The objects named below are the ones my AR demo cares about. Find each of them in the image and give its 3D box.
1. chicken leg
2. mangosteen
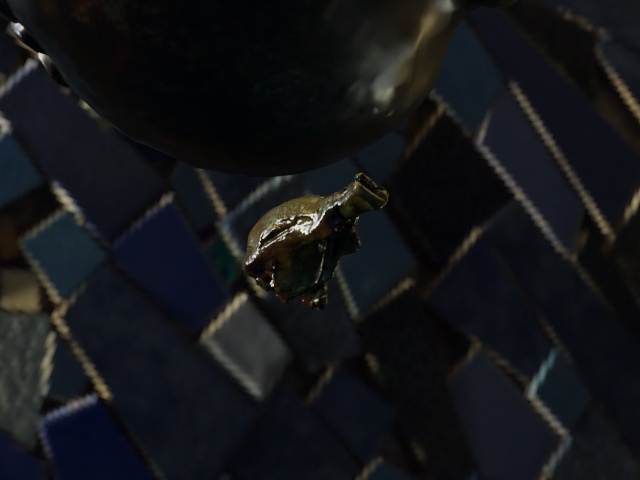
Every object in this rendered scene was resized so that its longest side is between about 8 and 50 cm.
[{"bbox_3d":[0.000,0.000,1.280,0.178,0.070,0.093,-40,75,49],"label":"chicken leg"},{"bbox_3d":[-0.032,-0.191,0.871,0.330,0.330,0.330,16,155,8],"label":"mangosteen"}]
